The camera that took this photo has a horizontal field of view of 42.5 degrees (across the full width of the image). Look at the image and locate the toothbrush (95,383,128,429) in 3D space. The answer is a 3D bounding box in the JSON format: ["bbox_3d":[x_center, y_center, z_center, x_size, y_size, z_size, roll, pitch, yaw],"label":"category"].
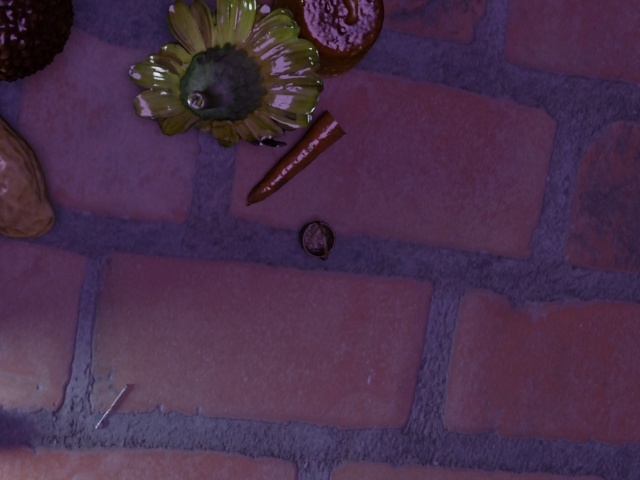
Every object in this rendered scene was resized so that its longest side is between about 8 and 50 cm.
[{"bbox_3d":[-0.374,0.299,1.481,0.008,0.006,0.097,36,89,-29],"label":"toothbrush"}]

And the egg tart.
[{"bbox_3d":[0.025,-0.381,1.402,0.203,0.147,0.202,-3,99,-16],"label":"egg tart"}]

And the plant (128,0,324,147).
[{"bbox_3d":[-0.138,-0.232,1.329,0.306,0.297,0.261,-37,133,14],"label":"plant"}]

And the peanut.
[{"bbox_3d":[-0.545,-0.133,1.303,0.153,0.140,0.325,-29,110,10],"label":"peanut"}]

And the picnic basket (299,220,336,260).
[{"bbox_3d":[0.000,0.000,1.489,0.072,0.083,0.072,-2,99,-13],"label":"picnic basket"}]

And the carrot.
[{"bbox_3d":[-0.051,-0.139,1.473,0.224,0.057,0.057,-43,106,-1],"label":"carrot"}]

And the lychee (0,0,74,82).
[{"bbox_3d":[-0.489,-0.343,1.228,0.236,0.271,0.236,-4,126,-5],"label":"lychee"}]
